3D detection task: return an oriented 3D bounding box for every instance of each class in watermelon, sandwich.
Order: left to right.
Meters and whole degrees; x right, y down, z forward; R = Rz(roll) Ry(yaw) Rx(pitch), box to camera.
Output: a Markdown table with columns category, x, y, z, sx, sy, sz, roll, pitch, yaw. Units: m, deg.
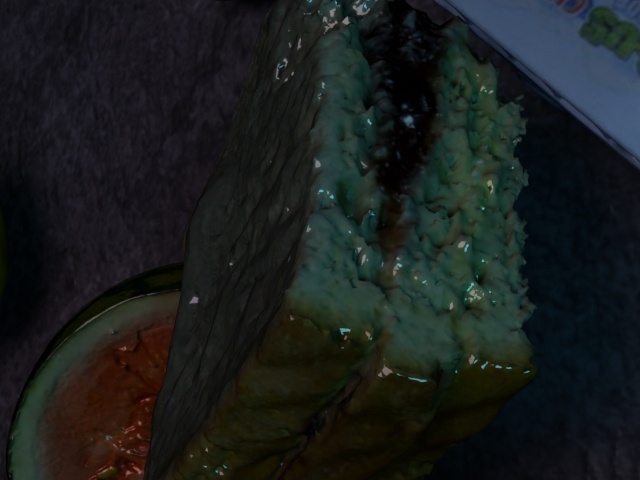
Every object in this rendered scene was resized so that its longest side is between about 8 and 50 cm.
| category | x | y | z | sx | sy | sz | roll | pitch | yaw |
| --- | --- | --- | --- | --- | --- | --- | --- | --- | --- |
| watermelon | -0.158 | 0.112 | 0.871 | 0.159 | 0.128 | 0.303 | 46 | 110 | 37 |
| sandwich | 0.000 | 0.000 | 0.669 | 0.262 | 0.131 | 0.325 | 125 | 158 | -46 |

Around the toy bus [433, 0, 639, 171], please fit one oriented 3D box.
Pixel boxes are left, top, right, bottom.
| category | x | y | z | sx | sy | sz | roll | pitch | yaw |
| --- | --- | --- | --- | --- | --- | --- | --- | --- | --- |
| toy bus | 0.179 | -0.094 | 0.627 | 0.109 | 0.136 | 0.330 | -54 | 52 | 17 |

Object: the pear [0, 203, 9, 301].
| category | x | y | z | sx | sy | sz | roll | pitch | yaw |
| --- | --- | --- | --- | --- | --- | --- | --- | --- | --- |
| pear | -0.395 | 0.004 | 1.047 | 0.269 | 0.212 | 0.212 | 25 | 97 | 34 |
